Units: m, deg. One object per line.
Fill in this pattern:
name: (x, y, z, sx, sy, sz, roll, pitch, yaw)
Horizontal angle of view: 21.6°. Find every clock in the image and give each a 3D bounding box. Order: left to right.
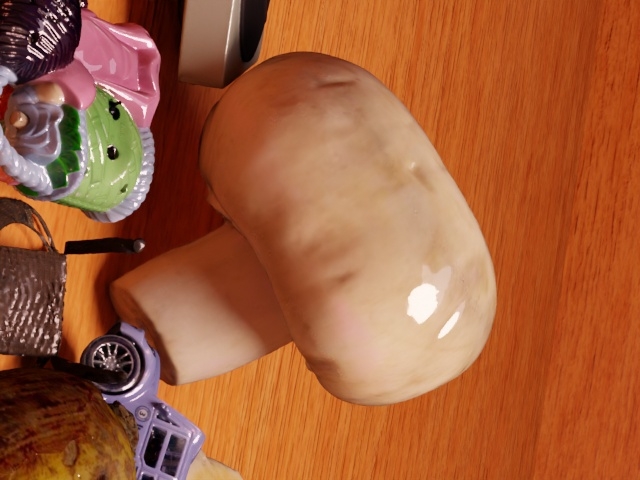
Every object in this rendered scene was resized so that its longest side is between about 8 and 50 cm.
clock: (-0.214, -0.126, 1.353, 0.195, 0.100, 0.194, 36, 49, -55)

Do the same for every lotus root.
lotus root: (-0.265, 0.194, 1.181, 0.397, 0.196, 0.179, -18, 96, -55)

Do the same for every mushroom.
mushroom: (0.005, 0.002, 1.580, 0.353, 0.325, 0.353, -5, 98, -40)

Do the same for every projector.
projector: (-0.088, -0.292, 1.639, 0.257, 0.079, 0.259, -63, 161, -76)

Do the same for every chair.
chair: (-0.245, 0.049, 1.376, 0.213, 0.149, 0.174, 173, -77, -68)

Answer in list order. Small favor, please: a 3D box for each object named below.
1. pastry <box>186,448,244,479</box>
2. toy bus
pastry: (-0.135, 0.325, 1.603, 0.265, 0.133, 0.265, 40, 41, -47)
toy bus: (-0.188, 0.222, 1.445, 0.125, 0.133, 0.292, -42, -152, 59)
